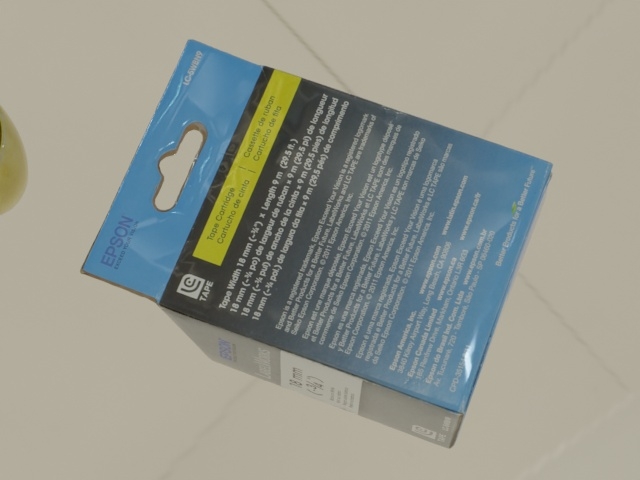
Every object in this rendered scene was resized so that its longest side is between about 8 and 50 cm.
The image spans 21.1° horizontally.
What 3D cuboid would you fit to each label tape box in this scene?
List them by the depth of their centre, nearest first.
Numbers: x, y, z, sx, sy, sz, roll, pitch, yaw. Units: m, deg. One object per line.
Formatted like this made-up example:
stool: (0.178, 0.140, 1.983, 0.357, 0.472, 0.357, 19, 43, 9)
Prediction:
label tape box: (0.000, 0.000, 1.466, 0.334, 0.106, 0.240, 20, 69, 7)

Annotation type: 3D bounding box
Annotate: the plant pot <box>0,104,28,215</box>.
plant pot: (-0.324, -0.069, 1.596, 0.134, 0.134, 0.095, -52, 150, 1)
